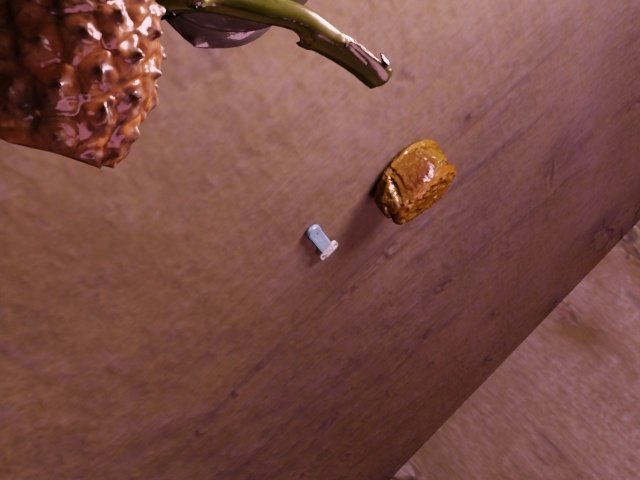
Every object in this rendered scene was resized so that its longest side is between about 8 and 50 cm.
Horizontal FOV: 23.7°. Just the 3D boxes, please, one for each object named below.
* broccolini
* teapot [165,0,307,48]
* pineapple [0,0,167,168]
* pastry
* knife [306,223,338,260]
[{"bbox_3d":[-0.091,-0.113,0.966,0.123,0.271,0.062,115,-18,-56],"label":"broccolini"},{"bbox_3d":[-0.057,-0.209,1.017,0.119,0.130,0.166,123,-16,-71],"label":"teapot"},{"bbox_3d":[-0.127,-0.168,0.834,0.128,0.128,0.248,-3,111,-64],"label":"pineapple"},{"bbox_3d":[0.107,-0.065,1.726,0.109,0.057,0.097,-26,154,-43],"label":"pastry"},{"bbox_3d":[0.000,0.000,1.704,0.027,0.010,0.096,-45,159,-2],"label":"knife"}]
